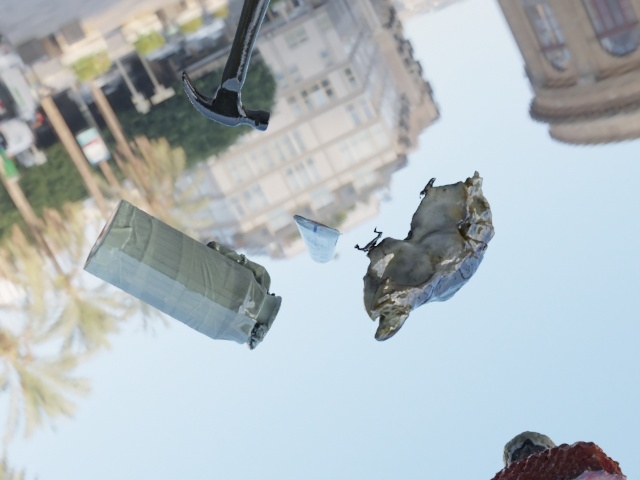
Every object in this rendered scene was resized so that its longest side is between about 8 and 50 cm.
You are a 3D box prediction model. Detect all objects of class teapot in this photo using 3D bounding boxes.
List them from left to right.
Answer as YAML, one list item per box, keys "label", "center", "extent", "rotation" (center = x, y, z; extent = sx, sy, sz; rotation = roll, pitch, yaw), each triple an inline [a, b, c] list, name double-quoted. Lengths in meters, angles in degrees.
- label: "teapot"
  center: [-0.138, 0.032, 1.118]
  extent: [0.077, 0.200, 0.107]
  rotation: [-49, -163, 37]

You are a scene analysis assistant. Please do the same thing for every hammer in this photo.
- label: "hammer"
  center: [-0.102, -0.395, 1.737]
  extent: [0.044, 0.168, 0.440]
  rotation: [-104, -148, -62]

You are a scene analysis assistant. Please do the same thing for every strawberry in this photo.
- label: "strawberry"
  center: [0.319, 0.365, 1.490]
  extent: [0.286, 0.188, 0.106]
  rotation: [-53, -156, 36]

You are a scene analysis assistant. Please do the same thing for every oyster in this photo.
- label: "oyster"
  center: [0.158, 0.018, 1.591]
  extent: [0.133, 0.197, 0.337]
  rotation: [24, -144, 27]

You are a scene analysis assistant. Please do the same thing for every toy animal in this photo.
- label: "toy animal"
  center: [0.345, 0.377, 1.713]
  extent: [0.098, 0.137, 0.098]
  rotation: [-13, -158, 5]

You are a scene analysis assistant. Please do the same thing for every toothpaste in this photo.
- label: "toothpaste"
  center: [0.000, 0.000, 1.150]
  extent: [0.218, 0.052, 0.033]
  rotation: [78, 33, -82]
